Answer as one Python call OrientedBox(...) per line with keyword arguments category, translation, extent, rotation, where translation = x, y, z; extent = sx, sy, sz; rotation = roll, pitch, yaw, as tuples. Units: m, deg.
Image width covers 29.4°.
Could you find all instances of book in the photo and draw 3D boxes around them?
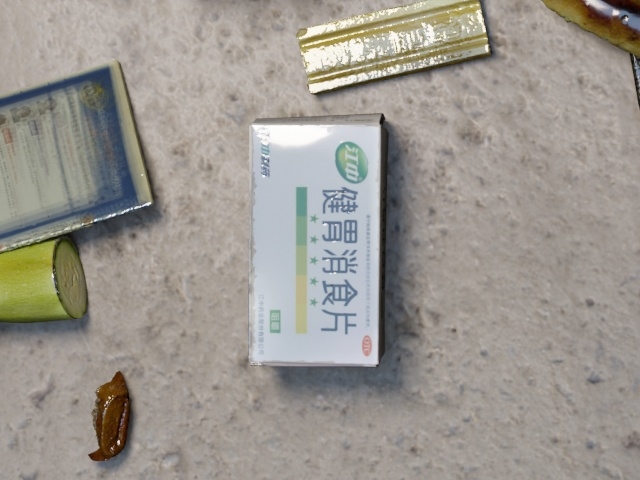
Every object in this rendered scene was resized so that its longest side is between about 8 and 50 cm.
OrientedBox(category="book", translation=(-0.405, -0.102, 1.667), extent=(0.323, 0.018, 0.228), rotation=(-16, 73, 1))

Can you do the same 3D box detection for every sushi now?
OrientedBox(category="sushi", translation=(-0.292, 0.246, 1.696), extent=(0.052, 0.055, 0.120), rotation=(-3, 103, -37))

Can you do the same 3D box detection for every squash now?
OrientedBox(category="squash", translation=(-0.424, 0.058, 1.673), extent=(0.187, 0.123, 0.123), rotation=(-4, 92, 7))

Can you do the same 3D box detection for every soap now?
OrientedBox(category="soap", translation=(0.098, -0.266, 1.635), extent=(0.252, 0.037, 0.092), rotation=(-12, 90, 8))

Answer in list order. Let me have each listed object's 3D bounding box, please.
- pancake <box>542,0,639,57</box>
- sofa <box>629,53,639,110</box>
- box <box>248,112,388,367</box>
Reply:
OrientedBox(category="pancake", translation=(0.491, -0.358, 1.546), extent=(0.427, 0.067, 0.304), rotation=(21, 83, 7))
OrientedBox(category="sofa", translation=(0.441, -0.212, 1.592), extent=(0.060, 0.039, 0.117), rotation=(-10, 91, 7))
OrientedBox(category="box", translation=(0.000, -0.003, 1.605), extent=(0.173, 0.145, 0.332), rotation=(1, 92, 5))
